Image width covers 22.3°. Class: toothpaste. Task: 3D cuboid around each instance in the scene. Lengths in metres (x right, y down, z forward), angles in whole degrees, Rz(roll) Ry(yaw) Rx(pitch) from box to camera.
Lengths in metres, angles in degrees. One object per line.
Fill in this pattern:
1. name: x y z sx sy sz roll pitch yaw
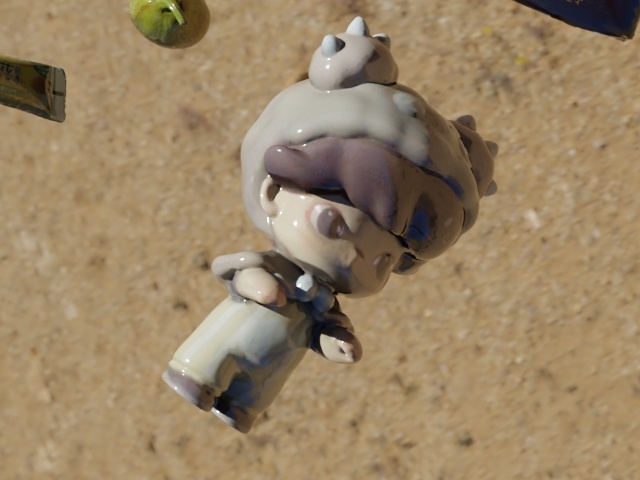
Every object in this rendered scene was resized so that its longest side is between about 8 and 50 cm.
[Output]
1. toothpaste: -0.286 -0.134 1.255 0.031 0.204 0.049 -24 62 47

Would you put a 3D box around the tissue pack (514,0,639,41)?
1. tissue pack: 0.134 -0.337 1.365 0.370 0.198 0.210 24 136 8

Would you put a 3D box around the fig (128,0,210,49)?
1. fig: -0.159 -0.244 1.698 0.098 0.082 0.084 114 135 -78

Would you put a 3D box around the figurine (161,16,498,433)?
1. figurine: 0.000 0.001 1.511 0.248 0.381 0.203 37 172 -28
